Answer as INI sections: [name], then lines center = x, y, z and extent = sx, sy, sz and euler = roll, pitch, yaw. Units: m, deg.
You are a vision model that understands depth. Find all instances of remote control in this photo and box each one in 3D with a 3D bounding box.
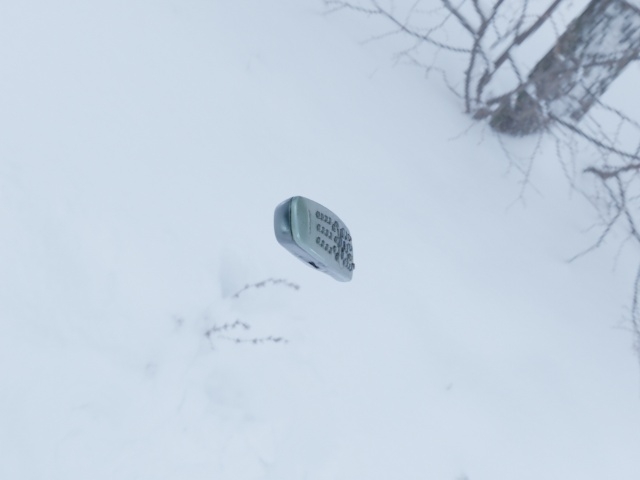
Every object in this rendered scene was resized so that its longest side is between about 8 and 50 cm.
[remote control]
center = 0.000, 0.000, 0.942
extent = 0.222, 0.042, 0.072
euler = 34, 53, -67
